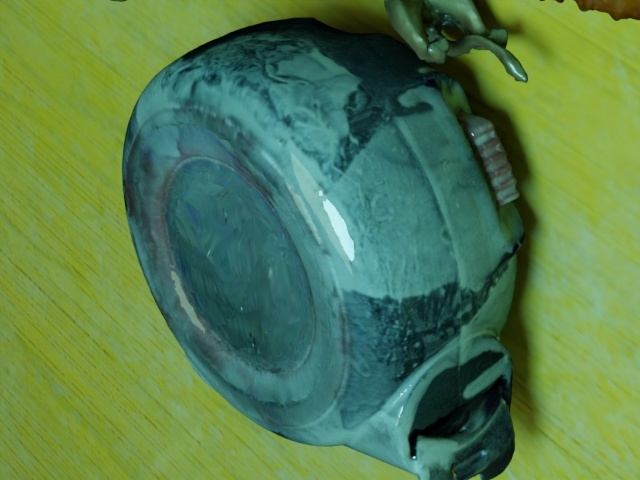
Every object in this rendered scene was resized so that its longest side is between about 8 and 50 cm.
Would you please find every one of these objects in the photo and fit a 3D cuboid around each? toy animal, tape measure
[{"bbox_3d":[0.045,-0.158,0.868,0.220,0.069,0.086,48,160,31],"label":"toy animal"},{"bbox_3d":[0.000,0.000,0.936,0.256,0.147,0.275,15,123,48],"label":"tape measure"}]

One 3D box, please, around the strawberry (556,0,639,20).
[{"bbox_3d":[0.157,-0.171,0.707,0.140,0.085,0.192,53,141,16],"label":"strawberry"}]
